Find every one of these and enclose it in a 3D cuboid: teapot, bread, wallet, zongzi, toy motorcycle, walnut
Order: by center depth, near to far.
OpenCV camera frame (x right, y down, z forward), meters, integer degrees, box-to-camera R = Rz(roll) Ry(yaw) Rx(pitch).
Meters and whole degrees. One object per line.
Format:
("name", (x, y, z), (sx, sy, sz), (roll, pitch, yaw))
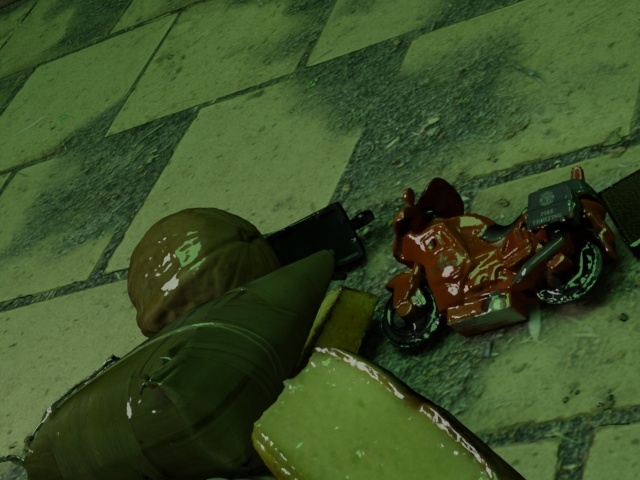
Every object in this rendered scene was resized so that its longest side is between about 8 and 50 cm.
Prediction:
("bread", (0.116, 0.280, 1.218), (0.143, 0.333, 0.324), (-41, 32, -13))
("wallet", (0.464, -0.077, 1.681), (0.243, 0.039, 0.133), (-30, 36, 9))
("toy motorcycle", (0.212, 0.006, 1.730), (0.326, 0.148, 0.221), (-18, 55, 31))
("zongzi", (-0.203, 0.191, 1.742), (0.447, 0.181, 0.418), (-23, 19, 37))
("bread", (0.015, 0.127, 1.794), (0.103, 0.065, 0.187), (-46, 12, 54))
("walnut", (-0.164, 0.067, 1.938), (0.228, 0.228, 0.228), (-26, 30, 16))
("teapot", (0.000, 0.000, 2.014), (0.177, 0.087, 0.096), (-27, 5, 14))

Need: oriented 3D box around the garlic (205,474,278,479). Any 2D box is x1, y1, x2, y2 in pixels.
("garlic", (-0.083, 0.372, 1.494), (0.199, 0.199, 0.226), (-34, 59, 3))
